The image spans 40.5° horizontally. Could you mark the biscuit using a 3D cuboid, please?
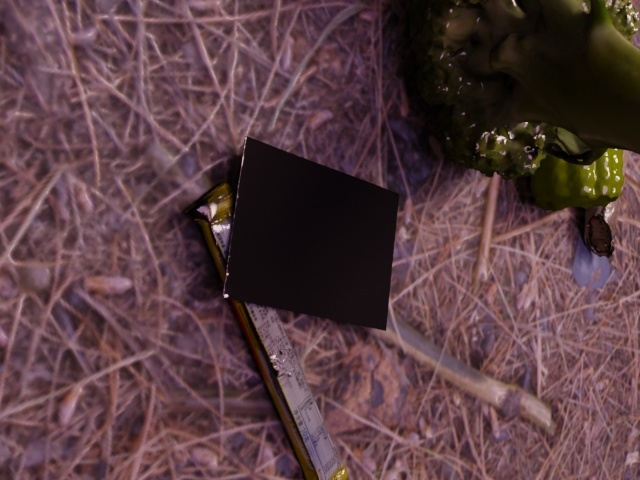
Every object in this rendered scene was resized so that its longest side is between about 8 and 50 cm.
[{"bbox_3d":[-0.035,0.093,0.708,0.048,0.026,0.292,-35,113,-36],"label":"biscuit"}]

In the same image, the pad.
[{"bbox_3d":[0.000,0.000,0.726,0.190,0.004,0.127,16,77,-43],"label":"pad"}]

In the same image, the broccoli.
[{"bbox_3d":[0.206,-0.179,0.712,0.186,0.302,0.254,-16,100,-31],"label":"broccoli"}]

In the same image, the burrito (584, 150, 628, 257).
[{"bbox_3d":[0.314,-0.056,0.963,0.055,0.041,0.149,7,88,-51],"label":"burrito"}]

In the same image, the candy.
[{"bbox_3d":[0.261,-0.133,0.888,0.096,0.096,0.210,4,85,-38],"label":"candy"}]
